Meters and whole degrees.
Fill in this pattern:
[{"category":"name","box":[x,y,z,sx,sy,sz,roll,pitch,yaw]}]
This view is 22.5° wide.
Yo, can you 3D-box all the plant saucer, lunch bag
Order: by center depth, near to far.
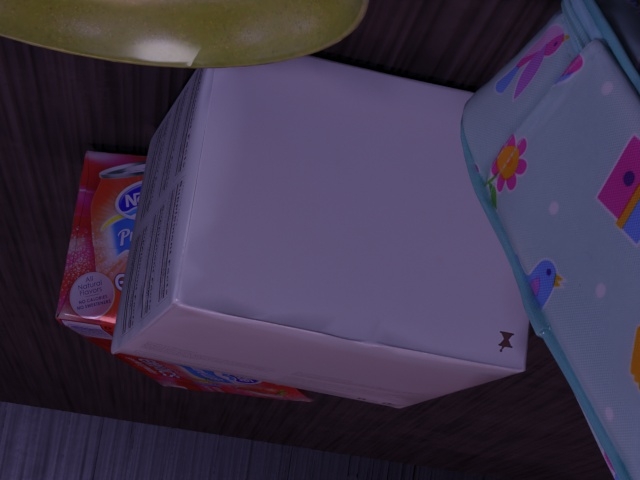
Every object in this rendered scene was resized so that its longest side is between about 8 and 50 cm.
[{"category":"lunch bag","box":[0.194,0.016,0.655,0.224,0.279,0.108,8,134,-34]},{"category":"plant saucer","box":[-0.096,-0.133,0.684,0.241,0.037,0.241,7,166,2]}]

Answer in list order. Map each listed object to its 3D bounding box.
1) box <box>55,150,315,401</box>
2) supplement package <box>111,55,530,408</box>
[{"category":"box","box":[-0.081,0.033,1.159,0.128,0.123,0.257,5,166,13]},{"category":"supplement package","box":[0.000,0.000,0.924,0.194,0.149,0.203,12,166,-14]}]
